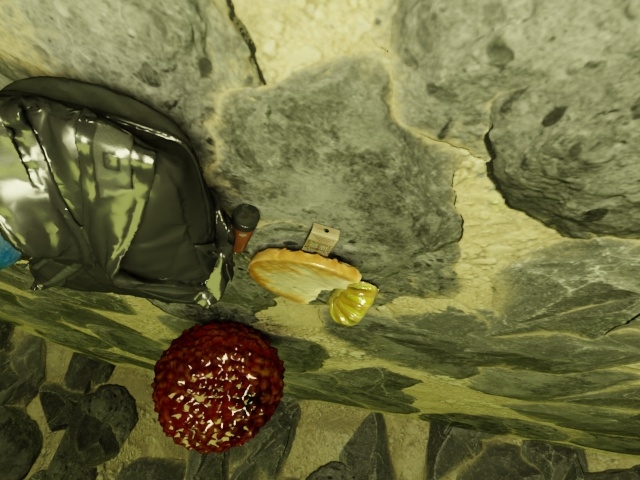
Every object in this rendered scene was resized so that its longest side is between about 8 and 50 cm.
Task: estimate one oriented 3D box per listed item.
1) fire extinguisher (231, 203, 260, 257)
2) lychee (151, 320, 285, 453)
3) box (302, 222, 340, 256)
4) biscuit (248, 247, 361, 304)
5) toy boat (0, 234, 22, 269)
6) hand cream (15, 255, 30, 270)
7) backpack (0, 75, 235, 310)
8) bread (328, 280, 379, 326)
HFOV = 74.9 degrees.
[{"bbox_3d":[-0.158,-0.009,0.823,0.062,0.050,0.177,22,151,-10],"label":"fire extinguisher"},{"bbox_3d":[-0.357,0.484,1.393,0.500,0.424,0.424,-23,139,18],"label":"lychee"},{"bbox_3d":[0.000,0.000,0.798,0.053,0.024,0.083,17,150,-6],"label":"box"},{"bbox_3d":[-0.056,0.074,0.926,0.205,0.040,0.309,23,155,-17],"label":"biscuit"},{"bbox_3d":[-0.884,-0.054,1.021,0.330,0.123,0.215,29,144,-5],"label":"toy boat"},{"bbox_3d":[-0.880,0.079,1.302,0.163,0.039,0.062,29,132,-30],"label":"hand cream"},{"bbox_3d":[-0.315,-0.045,0.632,0.364,0.254,0.445,7,148,-1],"label":"backpack"},{"bbox_3d":[0.067,0.154,0.979,0.083,0.094,0.157,18,159,-17],"label":"bread"}]
